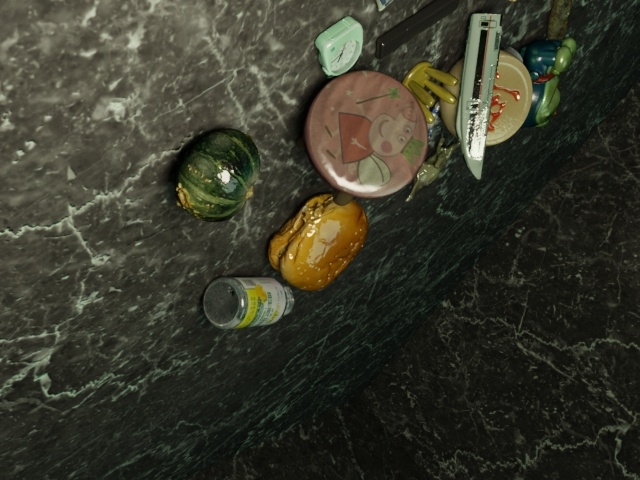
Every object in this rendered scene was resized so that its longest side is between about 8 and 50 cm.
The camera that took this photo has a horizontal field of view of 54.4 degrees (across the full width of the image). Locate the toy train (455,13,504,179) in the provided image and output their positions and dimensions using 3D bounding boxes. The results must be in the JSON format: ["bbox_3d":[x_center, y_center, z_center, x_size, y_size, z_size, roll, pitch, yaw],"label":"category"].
[{"bbox_3d":[0.397,-0.362,1.596,0.086,0.088,0.407,-40,136,-76],"label":"toy train"}]

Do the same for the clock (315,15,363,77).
[{"bbox_3d":[0.038,-0.384,1.279,0.101,0.041,0.135,-38,158,-15],"label":"clock"}]

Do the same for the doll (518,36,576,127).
[{"bbox_3d":[0.682,-0.496,1.980,0.198,0.186,0.322,-49,154,-45],"label":"doll"}]

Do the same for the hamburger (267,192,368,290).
[{"bbox_3d":[0.000,0.000,1.723,0.290,0.170,0.314,-54,155,7],"label":"hamburger"}]

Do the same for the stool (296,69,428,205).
[{"bbox_3d":[0.085,-0.216,1.369,0.272,0.272,0.178,-38,-177,-12],"label":"stool"}]

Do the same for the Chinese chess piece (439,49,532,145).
[{"bbox_3d":[0.460,-0.394,1.730,0.273,0.102,0.274,-9,116,-20],"label":"Chinese chess piece"}]

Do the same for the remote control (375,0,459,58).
[{"bbox_3d":[0.222,-0.492,1.420,0.245,0.025,0.063,-37,161,-15],"label":"remote control"}]

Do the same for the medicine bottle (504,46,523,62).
[{"bbox_3d":[0.491,-0.466,1.825,0.216,0.090,0.090,-44,157,1],"label":"medicine bottle"}]

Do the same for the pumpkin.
[{"bbox_3d":[-0.197,-0.124,1.201,0.190,0.146,0.191,18,90,-80],"label":"pumpkin"}]

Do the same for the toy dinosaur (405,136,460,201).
[{"bbox_3d":[0.366,-0.246,2.015,0.294,0.077,0.162,-33,156,-24],"label":"toy dinosaur"}]

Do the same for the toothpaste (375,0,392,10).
[{"bbox_3d":[0.107,-0.503,1.196,0.057,0.035,0.197,-39,161,13],"label":"toothpaste"}]

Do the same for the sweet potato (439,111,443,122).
[{"bbox_3d":[0.428,-0.360,1.927,0.077,0.077,0.243,-51,157,17],"label":"sweet potato"}]

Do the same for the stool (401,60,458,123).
[{"bbox_3d":[0.278,-0.382,1.591,0.134,0.110,0.135,-16,144,-47],"label":"stool"}]

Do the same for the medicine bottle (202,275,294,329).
[{"bbox_3d":[-0.187,0.169,1.735,0.141,0.141,0.293,-51,157,16],"label":"medicine bottle"}]

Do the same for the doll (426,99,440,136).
[{"bbox_3d":[0.291,-0.315,1.804,0.114,0.057,0.227,-31,146,-43],"label":"doll"}]

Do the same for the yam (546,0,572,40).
[{"bbox_3d":[0.712,-0.699,1.826,0.061,0.061,0.274,-40,155,-9],"label":"yam"}]
